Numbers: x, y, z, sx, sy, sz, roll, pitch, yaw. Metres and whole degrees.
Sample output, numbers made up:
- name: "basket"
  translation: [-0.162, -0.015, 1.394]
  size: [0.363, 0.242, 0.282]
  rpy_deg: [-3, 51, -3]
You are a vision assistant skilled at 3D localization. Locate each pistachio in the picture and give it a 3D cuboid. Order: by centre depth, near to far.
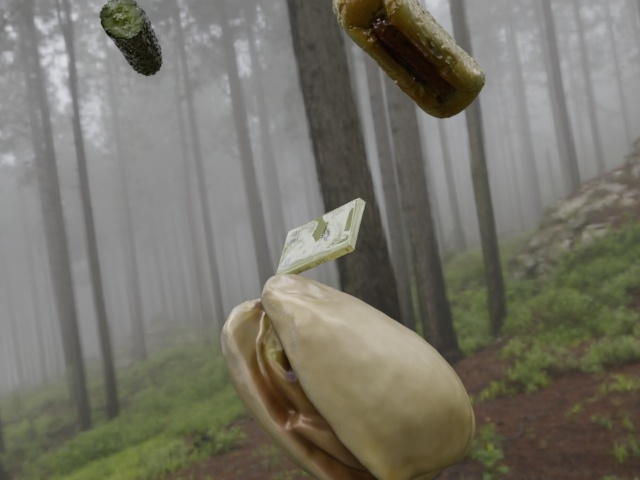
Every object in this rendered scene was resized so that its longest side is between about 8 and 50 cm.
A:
- name: "pistachio"
  translation: [0.034, 0.159, 0.976]
  size: [0.193, 0.318, 0.214]
  rpy_deg: [-33, 24, 27]

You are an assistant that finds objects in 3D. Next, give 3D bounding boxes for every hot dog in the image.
- name: "hot dog"
  translation: [0.111, -0.216, 1.042]
  size: [0.084, 0.073, 0.242]
  rpy_deg: [-32, -46, 23]

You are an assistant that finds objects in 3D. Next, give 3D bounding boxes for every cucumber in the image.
- name: "cucumber"
  translation: [-0.304, -0.328, 1.484]
  size: [0.072, 0.072, 0.300]
  rpy_deg: [-8, -3, -4]

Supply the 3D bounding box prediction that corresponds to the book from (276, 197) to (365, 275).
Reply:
- name: "book"
  translation: [0.000, 0.000, 1.023]
  size: [0.111, 0.077, 0.014]
  rpy_deg: [-24, -55, 34]
